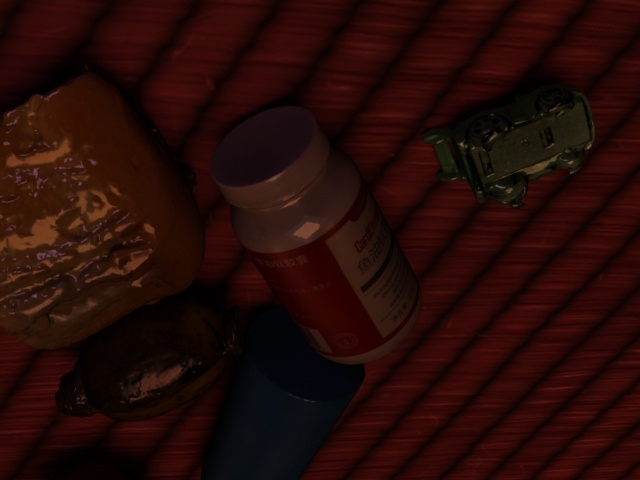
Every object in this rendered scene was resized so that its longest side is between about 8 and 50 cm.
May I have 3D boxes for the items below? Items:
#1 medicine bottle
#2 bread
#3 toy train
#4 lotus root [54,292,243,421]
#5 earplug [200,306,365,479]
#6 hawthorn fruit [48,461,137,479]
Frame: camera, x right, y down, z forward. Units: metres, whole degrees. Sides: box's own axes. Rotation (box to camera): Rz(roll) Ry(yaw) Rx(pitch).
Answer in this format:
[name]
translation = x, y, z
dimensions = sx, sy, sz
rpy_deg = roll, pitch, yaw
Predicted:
[medicine bottle]
translation = 0.000, 0.000, 0.951
dimensions = 0.131, 0.131, 0.250
rpy_deg = -25, 129, 7
[bread]
translation = -0.201, -0.009, 0.880
dimensions = 0.204, 0.163, 0.262
rpy_deg = -31, 138, -3
[toy train]
translation = 0.184, -0.096, 0.960
dimensions = 0.149, 0.081, 0.099
rpy_deg = -28, 128, 2
[lotus root]
translation = -0.174, 0.120, 1.015
dimensions = 0.209, 0.120, 0.120
rpy_deg = -24, 129, 1
[earplug]
translation = -0.060, 0.216, 1.115
dimensions = 0.132, 0.132, 0.273
rpy_deg = 9, 128, -20
[hawthorn fruit]
translation = -0.268, 0.334, 1.114
dimensions = 0.157, 0.157, 0.194
rpy_deg = -39, 165, 17
